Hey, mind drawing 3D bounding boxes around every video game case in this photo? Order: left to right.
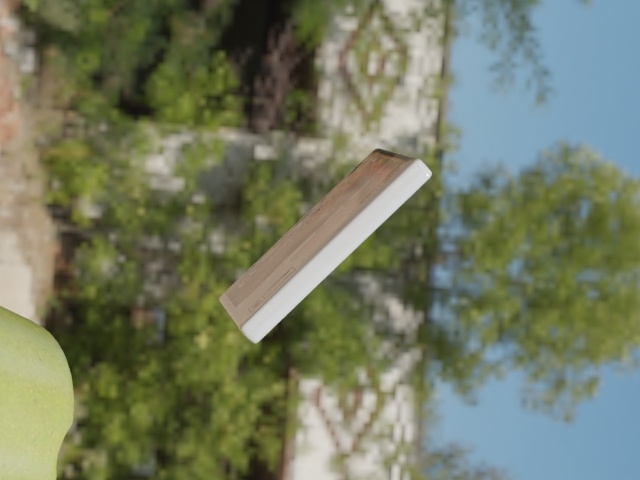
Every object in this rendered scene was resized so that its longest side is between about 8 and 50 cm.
[{"bbox_3d":[0.000,0.000,1.411,0.190,0.022,0.173,-44,-170,-2],"label":"video game case"}]

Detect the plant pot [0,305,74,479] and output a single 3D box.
[{"bbox_3d":[-0.331,0.116,1.280,0.276,0.254,0.276,-17,-116,38],"label":"plant pot"}]
